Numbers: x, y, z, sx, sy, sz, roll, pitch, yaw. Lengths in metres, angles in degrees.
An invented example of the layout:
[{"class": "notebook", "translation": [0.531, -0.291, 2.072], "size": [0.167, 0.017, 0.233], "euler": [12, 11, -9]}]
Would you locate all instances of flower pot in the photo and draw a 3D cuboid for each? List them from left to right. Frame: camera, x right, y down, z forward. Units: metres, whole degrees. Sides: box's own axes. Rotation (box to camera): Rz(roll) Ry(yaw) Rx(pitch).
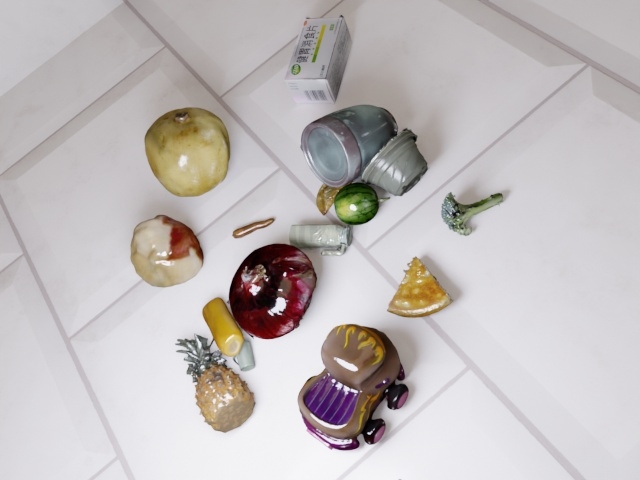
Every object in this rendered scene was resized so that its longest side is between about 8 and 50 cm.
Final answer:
[{"class": "flower pot", "translation": [0.256, -0.235, 1.949], "size": [0.235, 0.235, 0.140], "euler": [-43, 80, -6]}]

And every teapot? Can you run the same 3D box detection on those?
[{"class": "teapot", "translation": [0.000, 0.000, 1.975], "size": [0.200, 0.077, 0.107], "euler": [-1, 69, 19]}, {"class": "teapot", "translation": [0.096, -0.352, 2.054], "size": [0.312, 0.233, 0.315], "euler": [-32, 34, -31]}]

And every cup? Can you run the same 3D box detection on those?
[{"class": "cup", "translation": [-0.246, 0.366, 1.878], "size": [0.075, 0.054, 0.083], "euler": [-23, 60, 6]}]

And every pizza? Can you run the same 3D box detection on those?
[{"class": "pizza", "translation": [0.304, 0.142, 1.800], "size": [0.201, 0.053, 0.193], "euler": [-5, 62, 30]}]

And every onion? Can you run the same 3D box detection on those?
[{"class": "onion", "translation": [-0.160, 0.154, 1.854], "size": [0.314, 0.232, 0.314], "euler": [-14, 66, 34]}]

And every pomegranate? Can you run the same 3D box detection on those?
[{"class": "pomegranate", "translation": [-0.484, -0.327, 2.190], "size": [0.332, 0.332, 0.332], "euler": [-9, 60, 15]}]

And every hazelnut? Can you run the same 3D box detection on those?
[{"class": "hazelnut", "translation": [-0.535, 0.039, 2.083], "size": [0.261, 0.261, 0.241], "euler": [-17, 26, 10]}]

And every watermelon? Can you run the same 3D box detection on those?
[{"class": "watermelon", "translation": [0.138, -0.120, 1.955], "size": [0.187, 0.141, 0.141], "euler": [-5, 61, 13]}]

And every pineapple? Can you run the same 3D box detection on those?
[{"class": "pineapple", "translation": [-0.338, 0.416, 1.837], "size": [0.169, 0.169, 0.340], "euler": [-42, 51, -5]}]

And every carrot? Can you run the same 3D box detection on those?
[{"class": "carrot", "translation": [-0.235, -0.046, 2.110], "size": [0.165, 0.036, 0.036], "euler": [-22, 58, 5]}]

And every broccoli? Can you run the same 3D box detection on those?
[{"class": "broccoli", "translation": [0.469, -0.099, 1.856], "size": [0.204, 0.118, 0.122], "euler": [-17, 46, -8]}]

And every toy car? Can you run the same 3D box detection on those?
[{"class": "toy car", "translation": [0.075, 0.388, 1.640], "size": [0.271, 0.240, 0.341], "euler": [26, 71, 31]}]

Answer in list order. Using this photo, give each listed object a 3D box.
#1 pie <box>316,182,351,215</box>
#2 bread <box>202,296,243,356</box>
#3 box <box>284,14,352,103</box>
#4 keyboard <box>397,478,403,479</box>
[{"class": "pie", "translation": [0.041, -0.171, 2.079], "size": [0.170, 0.034, 0.092], "euler": [-47, 60, -1]}, {"class": "bread", "translation": [-0.316, 0.270, 1.901], "size": [0.239, 0.074, 0.092], "euler": [45, 122, 52]}, {"class": "box", "translation": [-0.004, -0.700, 2.314], "size": [0.173, 0.145, 0.333], "euler": [5, 66, 20]}, {"class": "keyboard", "translation": [0.197, 0.705, 1.561], "size": [0.053, 0.010, 0.155], "euler": [17, 70, 28]}]
